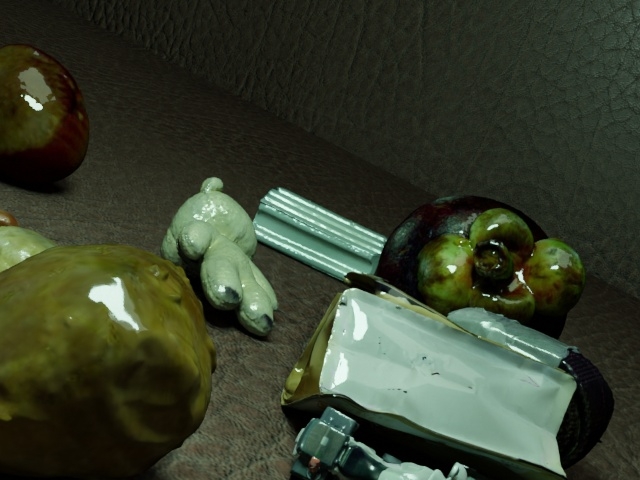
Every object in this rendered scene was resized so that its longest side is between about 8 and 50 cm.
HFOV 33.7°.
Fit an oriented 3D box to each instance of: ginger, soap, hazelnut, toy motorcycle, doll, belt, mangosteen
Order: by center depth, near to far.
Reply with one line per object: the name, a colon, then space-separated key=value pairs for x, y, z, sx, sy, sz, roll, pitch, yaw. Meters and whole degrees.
ginger: x=-0.224 y=0.102 z=0.929 sx=0.269 sy=0.223 sz=0.200 roll=21 pitch=17 yaw=-24
toy motorcycle: x=0.070 y=0.253 z=1.112 sx=0.221 sy=0.102 sz=0.150 roll=27 pitch=-15 yaw=13
belt: x=0.244 y=0.202 z=1.446 sx=0.289 sy=0.184 sz=0.164 roll=25 pitch=15 yaw=28
doll: x=-0.154 y=0.040 z=1.570 sx=0.149 sy=0.175 sz=0.278 roll=-17 pitch=32 yaw=-7
mangosteen: x=0.250 y=0.071 z=1.687 sx=0.330 sy=0.330 sz=0.330 roll=23 pitch=13 yaw=-6
hazelnut: x=-0.479 y=-0.191 z=1.715 sx=0.229 sy=0.229 sz=0.229 roll=23 pitch=13 yaw=-6
soap: x=0.000 y=0.000 z=2.031 sx=0.261 sy=0.094 sz=0.150 roll=26 pitch=18 yaw=4

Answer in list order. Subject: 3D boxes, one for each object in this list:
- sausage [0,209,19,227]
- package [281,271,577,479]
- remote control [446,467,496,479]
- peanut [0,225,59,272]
sausage: x=-0.468 y=-0.034 z=1.410 sx=0.131 sy=0.041 sz=0.039 roll=19 pitch=9 yaw=-23
package: x=0.136 y=0.171 z=1.272 sx=0.311 sy=0.165 sz=0.221 roll=22 pitch=-17 yaw=-8
remote control: x=0.247 y=0.324 z=1.221 sx=0.247 sy=0.052 sz=0.104 roll=23 pitch=3 yaw=-22
peanut: x=-0.286 y=0.078 z=1.117 sx=0.224 sy=0.129 sz=0.129 roll=37 pitch=16 yaw=14
